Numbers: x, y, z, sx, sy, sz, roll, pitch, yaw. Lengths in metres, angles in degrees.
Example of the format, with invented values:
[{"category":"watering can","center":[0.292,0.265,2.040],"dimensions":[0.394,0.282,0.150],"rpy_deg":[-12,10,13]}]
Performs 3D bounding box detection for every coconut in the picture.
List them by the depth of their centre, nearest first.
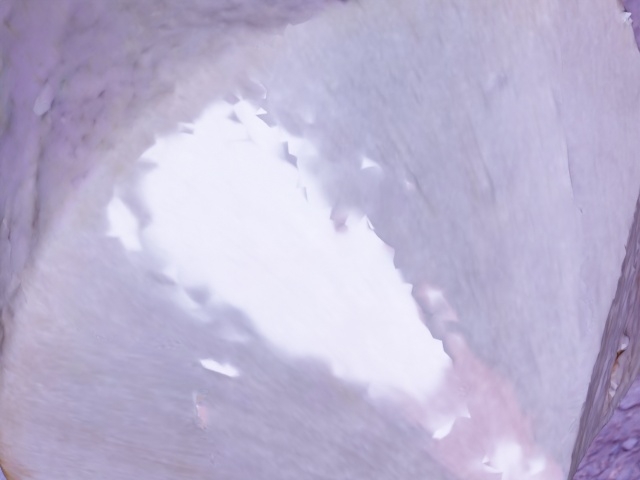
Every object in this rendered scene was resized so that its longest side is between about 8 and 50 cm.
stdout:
[{"category":"coconut","center":[0.000,0.000,0.757],"dimensions":[0.345,0.415,0.415],"rpy_deg":[-37,136,2]}]
